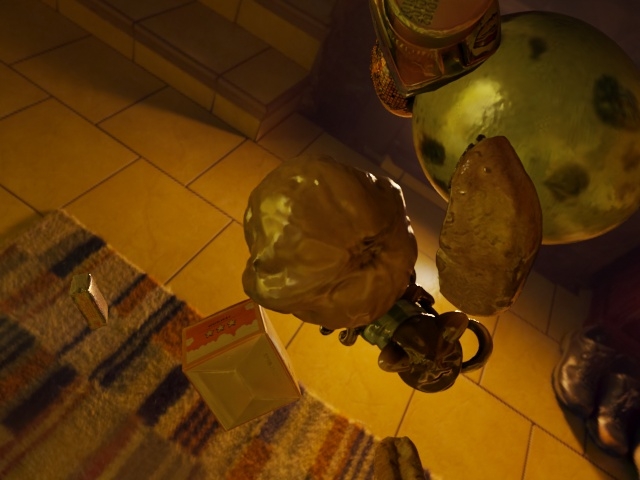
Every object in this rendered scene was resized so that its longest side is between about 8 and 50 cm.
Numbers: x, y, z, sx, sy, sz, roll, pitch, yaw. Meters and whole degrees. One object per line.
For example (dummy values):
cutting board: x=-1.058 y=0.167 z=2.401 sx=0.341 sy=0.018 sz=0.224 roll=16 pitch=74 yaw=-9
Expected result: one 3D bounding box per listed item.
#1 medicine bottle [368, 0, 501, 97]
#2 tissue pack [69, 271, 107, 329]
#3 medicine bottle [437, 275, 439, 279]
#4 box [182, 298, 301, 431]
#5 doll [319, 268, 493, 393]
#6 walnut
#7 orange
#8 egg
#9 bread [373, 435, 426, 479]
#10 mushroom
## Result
medicine bottle: x=0.096 y=-0.199 z=0.429 sx=0.188 sy=0.094 sz=0.119 roll=-55 pitch=126 yaw=-76
tissue pack: x=-0.710 y=0.186 z=1.515 sx=0.060 sy=0.148 sz=0.109 roll=-18 pitch=34 yaw=-9
medicine bottle: x=0.501 y=0.169 z=1.929 sx=0.052 sy=0.052 sz=0.089 roll=-7 pitch=52 yaw=-29
box: x=-0.239 y=0.368 z=1.489 sx=0.259 sy=0.284 sz=0.214 roll=-23 pitch=28 yaw=-2
doll: x=0.189 y=0.204 z=1.131 sx=0.317 sy=0.209 sz=0.339 roll=-28 pitch=32 yaw=-15
walnut: x=0.010 y=0.007 z=0.990 sx=0.383 sy=0.384 sz=0.384 roll=13 pitch=48 yaw=-15
orange: x=0.217 y=-0.391 z=1.096 sx=0.182 sy=0.235 sz=0.234 roll=24 pitch=43 yaw=23
egg: x=0.339 y=-0.181 z=0.807 sx=0.344 sy=0.345 sz=0.428 roll=3 pitch=35 yaw=-23
bread: x=0.133 y=0.397 z=0.759 sx=0.083 sy=0.211 sz=0.114 roll=-20 pitch=95 yaw=4
mushroom: x=0.170 y=0.005 z=0.498 sx=0.094 sy=0.210 sz=0.072 roll=31 pitch=47 yaw=32
